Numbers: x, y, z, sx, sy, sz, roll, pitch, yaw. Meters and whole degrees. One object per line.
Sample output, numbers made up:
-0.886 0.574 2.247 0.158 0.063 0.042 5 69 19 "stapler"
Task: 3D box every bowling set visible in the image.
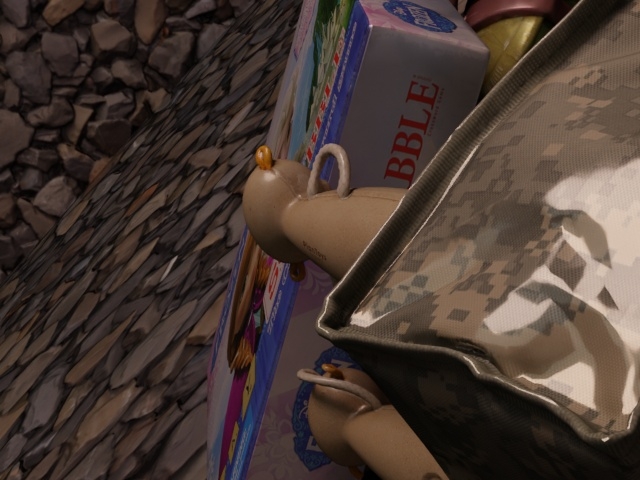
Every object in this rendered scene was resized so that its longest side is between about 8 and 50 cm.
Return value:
0.097 0.068 0.752 0.200 0.287 0.154 -24 26 -30 "bowling set"

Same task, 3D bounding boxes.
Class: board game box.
0.000 0.000 0.934 0.318 0.066 0.319 -102 27 -72 "board game box"

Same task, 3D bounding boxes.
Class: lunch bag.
0.180 0.008 0.595 0.169 0.235 0.287 17 63 48 "lunch bag"

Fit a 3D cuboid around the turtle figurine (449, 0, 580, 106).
0.165 -0.057 0.953 0.197 0.275 0.266 1 50 36 "turtle figurine"
